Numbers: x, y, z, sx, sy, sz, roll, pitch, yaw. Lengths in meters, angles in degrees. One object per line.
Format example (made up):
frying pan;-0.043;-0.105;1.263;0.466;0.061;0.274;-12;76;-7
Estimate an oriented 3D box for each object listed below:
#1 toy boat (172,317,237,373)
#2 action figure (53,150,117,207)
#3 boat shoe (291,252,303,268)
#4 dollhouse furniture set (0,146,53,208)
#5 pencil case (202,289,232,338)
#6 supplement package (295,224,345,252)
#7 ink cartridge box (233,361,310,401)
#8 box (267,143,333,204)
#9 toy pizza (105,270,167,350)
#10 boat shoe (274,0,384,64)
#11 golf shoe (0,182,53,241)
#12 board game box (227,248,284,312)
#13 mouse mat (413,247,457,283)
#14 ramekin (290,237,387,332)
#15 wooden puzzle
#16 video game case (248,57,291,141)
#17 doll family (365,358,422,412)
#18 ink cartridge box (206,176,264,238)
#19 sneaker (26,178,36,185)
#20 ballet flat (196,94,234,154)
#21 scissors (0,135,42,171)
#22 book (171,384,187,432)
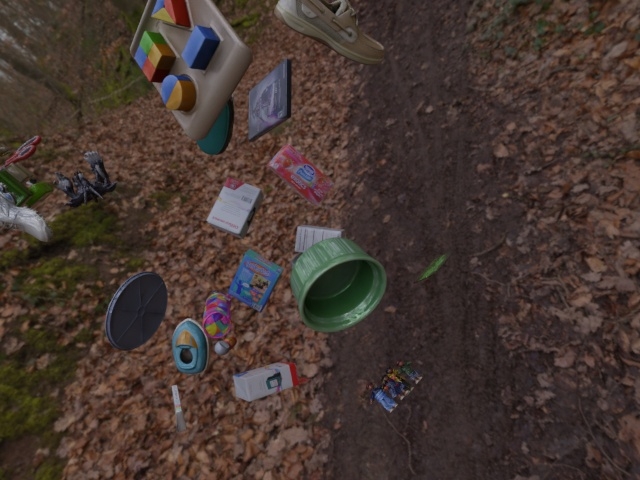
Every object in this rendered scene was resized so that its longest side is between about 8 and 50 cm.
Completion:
toy boat;-0.555;0.494;1.938;0.318;0.268;0.148;-7;1;13
action figure;-0.742;-0.189;1.310;0.164;0.141;0.275;-34;29;-16
boat shoe;-0.051;0.100;2.069;0.118;0.103;0.320;8;24;17
dollhouse furniture set;-0.881;-0.175;1.047;0.151;0.301;0.197;-44;20;-2
pencil case;-0.363;0.258;1.471;0.104;0.104;0.236;-46;18;1
supplement package;0.000;0.000;1.665;0.105;0.179;0.105;-25;-58;-75
ink cartridge box;-0.168;0.476;1.437;0.231;0.078;0.134;-8;-7;-31
box;-0.102;-0.326;2.071;0.142;0.300;0.154;-51;19;-3
toy pizza;-0.459;0.173;1.036;0.032;0.201;0.201;12;54;18
boat shoe;0.043;-0.511;0.980;0.098;0.302;0.109;-54;37;34
golf shoe;-0.675;-0.044;0.909;0.069;0.176;0.086;-54;-1;43
board game box;-0.258;0.161;1.641;0.210;0.160;0.047;-61;-3;26
mouse mat;0.471;0.104;1.710;0.189;0.007;0.152;-41;0;-34
ramekin;0.049;0.137;1.349;0.303;0.303;0.148;-43;42;7
wooden puzzle;-0.372;-0.495;1.102;0.322;0.348;0.080;-43;-9;36
video game case;-0.180;-0.474;1.434;0.274;0.026;0.196;-10;78;53
doll family;0.228;0.455;1.321;0.193;0.111;0.076;-26;-35;-41
ink cartridge box;-0.291;-0.110;1.430;0.072;0.127;0.175;84;-151;-74
sneaker;-1.208;-0.255;1.701;0.031;0.083;0.035;8;69;51
ballet flat;-0.361;-0.522;1.376;0.164;0.483;0.182;9;48;8
scissors;-1.070;-0.255;1.414;0.297;0.021;0.109;-32;48;7
book;-0.523;0.617;1.532;0.035;0.096;0.144;-9;24;-23
